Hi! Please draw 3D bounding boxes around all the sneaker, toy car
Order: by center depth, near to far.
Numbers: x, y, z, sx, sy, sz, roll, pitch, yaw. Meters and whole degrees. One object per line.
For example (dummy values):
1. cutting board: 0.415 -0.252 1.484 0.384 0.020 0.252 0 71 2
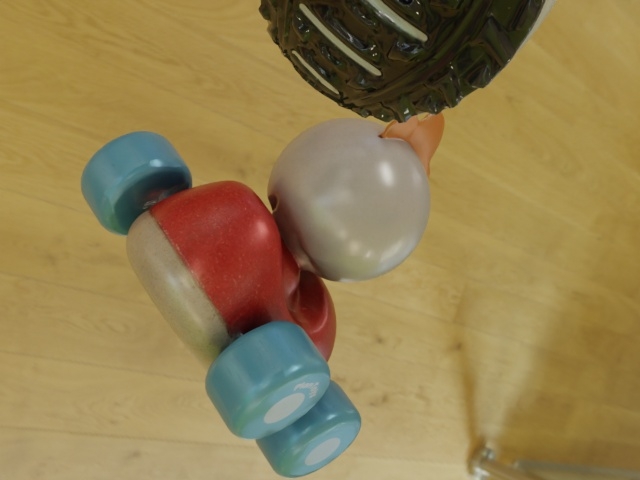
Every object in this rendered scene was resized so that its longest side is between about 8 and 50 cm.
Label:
1. sneaker: 0.072 -0.144 0.356 0.271 0.100 0.108 -48 -179 43
2. toy car: 0.000 0.000 0.716 0.238 0.219 0.210 -35 151 -4
